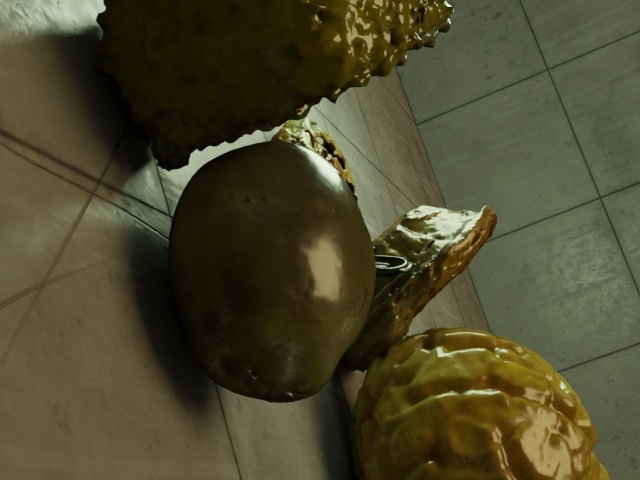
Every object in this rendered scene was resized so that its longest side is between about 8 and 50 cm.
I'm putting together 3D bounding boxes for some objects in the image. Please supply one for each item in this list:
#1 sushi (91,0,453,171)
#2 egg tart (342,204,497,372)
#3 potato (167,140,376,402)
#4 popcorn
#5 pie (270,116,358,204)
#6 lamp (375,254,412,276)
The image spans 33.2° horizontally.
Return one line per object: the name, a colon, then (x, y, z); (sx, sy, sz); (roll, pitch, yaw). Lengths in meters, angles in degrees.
sushi: (-0.054, -0.256, 1.239); (0.351, 0.397, 0.240); (-37, 105, -55)
egg tart: (0.133, 0.055, 1.715); (0.150, 0.352, 0.352); (42, 13, 5)
potato: (-0.053, 0.021, 1.175); (0.326, 0.221, 0.243); (-72, 149, -64)
popcorn: (0.219, 0.313, 1.509); (0.354, 0.344, 0.390); (-43, 115, -80)
pie: (0.003, -0.088, 1.853); (0.308, 0.085, 0.308); (59, 16, -29)
lamp: (0.000, 0.007, 1.479); (0.283, 0.203, 0.124); (54, 38, -56)
